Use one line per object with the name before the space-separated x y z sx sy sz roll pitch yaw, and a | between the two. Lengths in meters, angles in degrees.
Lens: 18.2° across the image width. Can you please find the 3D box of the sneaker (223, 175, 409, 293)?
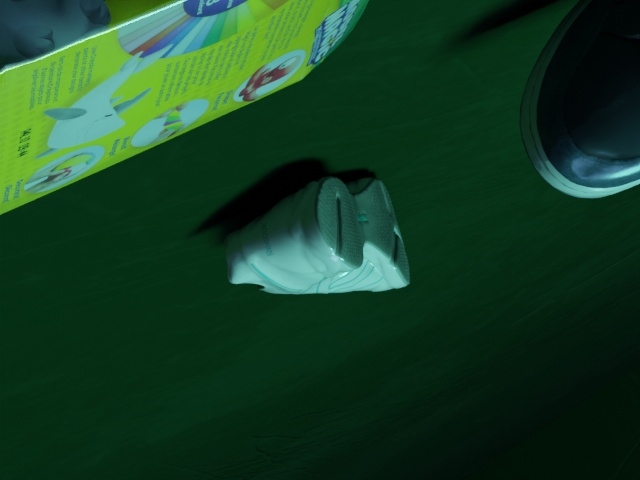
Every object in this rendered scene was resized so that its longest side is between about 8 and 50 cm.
sneaker | 0.000 0.000 0.936 0.061 0.053 0.152 -18 169 18

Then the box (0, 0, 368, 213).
box | -0.059 -0.057 0.555 0.179 0.043 0.105 -23 166 -20

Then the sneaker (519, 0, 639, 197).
sneaker | 0.186 -0.107 0.796 0.226 0.086 0.163 -38 -179 -12
